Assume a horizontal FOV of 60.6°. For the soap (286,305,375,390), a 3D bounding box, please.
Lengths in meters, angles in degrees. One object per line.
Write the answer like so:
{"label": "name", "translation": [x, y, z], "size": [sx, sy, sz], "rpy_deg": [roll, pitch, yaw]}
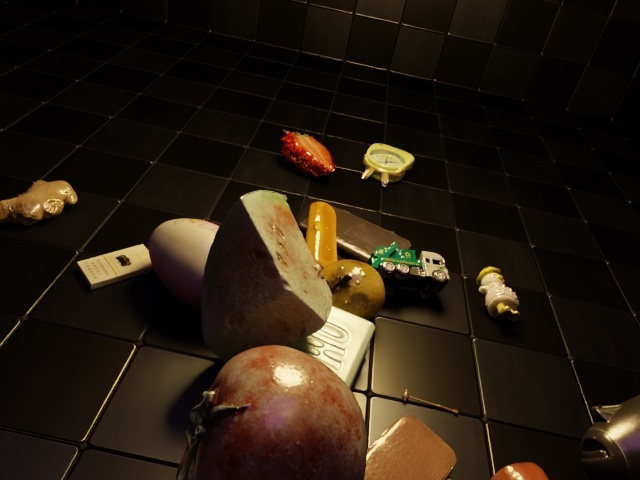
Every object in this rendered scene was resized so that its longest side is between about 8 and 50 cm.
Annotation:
{"label": "soap", "translation": [-0.002, 0.256, 1.138], "size": [0.159, 0.088, 0.265], "rpy_deg": [21, 39, 11]}

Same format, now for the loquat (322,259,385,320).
{"label": "loquat", "translation": [0.073, 0.122, 1.319], "size": [0.172, 0.150, 0.204], "rpy_deg": [2, -4, 23]}

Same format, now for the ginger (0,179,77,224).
{"label": "ginger", "translation": [-0.746, -0.093, 1.425], "size": [0.137, 0.074, 0.213], "rpy_deg": [16, 30, 21]}

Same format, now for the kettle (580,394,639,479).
{"label": "kettle", "translation": [0.647, 0.430, 1.038], "size": [0.290, 0.207, 0.269], "rpy_deg": [-7, 67, -17]}

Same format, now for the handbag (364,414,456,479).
{"label": "handbag", "translation": [0.150, 0.421, 0.982], "size": [0.151, 0.072, 0.193], "rpy_deg": [35, 39, 29]}

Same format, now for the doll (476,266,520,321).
{"label": "doll", "translation": [0.474, 0.140, 1.469], "size": [0.129, 0.081, 0.207], "rpy_deg": [24, 30, -17]}

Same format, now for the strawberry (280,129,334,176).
{"label": "strawberry", "translation": [-0.034, -0.285, 1.903], "size": [0.228, 0.098, 0.174], "rpy_deg": [41, 26, 17]}

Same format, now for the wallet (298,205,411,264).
{"label": "wallet", "translation": [0.101, -0.008, 1.594], "size": [0.309, 0.042, 0.165], "rpy_deg": [26, 39, 21]}

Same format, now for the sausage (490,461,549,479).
{"label": "sausage", "translation": [0.378, 0.505, 0.903], "size": [0.113, 0.114, 0.259], "rpy_deg": [2, 35, -14]}

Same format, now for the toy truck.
{"label": "toy truck", "translation": [0.222, 0.073, 1.436], "size": [0.215, 0.110, 0.116], "rpy_deg": [7, 53, -11]}

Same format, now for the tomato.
{"label": "tomato", "translation": [-0.080, 0.320, 0.844], "size": [0.282, 0.317, 0.317], "rpy_deg": [24, 32, -17]}

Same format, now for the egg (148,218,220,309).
{"label": "egg", "translation": [-0.278, 0.048, 1.267], "size": [0.196, 0.196, 0.271], "rpy_deg": [-21, 50, -38]}

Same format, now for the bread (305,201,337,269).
{"label": "bread", "translation": [0.000, 0.000, 1.489], "size": [0.092, 0.074, 0.239], "rpy_deg": [25, 43, -23]}

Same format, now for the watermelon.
{"label": "watermelon", "translation": [-0.087, 0.100, 1.091], "size": [0.258, 0.388, 0.228], "rpy_deg": [20, 23, 32]}

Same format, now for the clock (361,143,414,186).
{"label": "clock", "translation": [0.231, -0.269, 1.978], "size": [0.170, 0.069, 0.232], "rpy_deg": [23, 37, 14]}

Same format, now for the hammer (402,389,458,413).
{"label": "hammer", "translation": [0.233, 0.347, 1.164], "size": [0.122, 0.014, 0.029], "rpy_deg": [18, 44, 3]}

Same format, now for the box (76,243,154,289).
{"label": "box", "translation": [-0.491, 0.061, 1.329], "size": [0.166, 0.024, 0.090], "rpy_deg": [-18, 45, -37]}
